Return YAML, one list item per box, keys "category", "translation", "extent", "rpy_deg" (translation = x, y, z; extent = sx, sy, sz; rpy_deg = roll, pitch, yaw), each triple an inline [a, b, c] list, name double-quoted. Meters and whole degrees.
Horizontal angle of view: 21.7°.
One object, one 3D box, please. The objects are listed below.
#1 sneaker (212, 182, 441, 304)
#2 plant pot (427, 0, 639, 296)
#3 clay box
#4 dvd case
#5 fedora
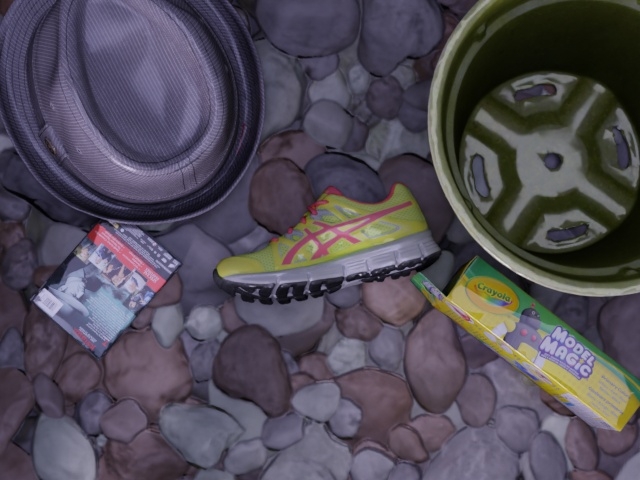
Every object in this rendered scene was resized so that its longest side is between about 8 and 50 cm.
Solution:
- category: "sneaker"
  translation: [0.000, 0.000, 1.536]
  extent: [0.208, 0.081, 0.094]
  rpy_deg: [-12, 79, -9]
- category: "plant pot"
  translation: [0.218, -0.083, 1.454]
  extent: [0.276, 0.254, 0.276]
  rpy_deg: [0, 85, -2]
- category: "clay box"
  translation: [0.183, 0.084, 1.502]
  extent: [0.222, 0.127, 0.053]
  rpy_deg: [39, 85, 1]
- category: "dvd case"
  translation: [-0.199, 0.039, 1.555]
  extent: [0.087, 0.013, 0.119]
  rpy_deg: [40, 84, 2]
- category: "fedora"
  translation: [-0.172, -0.150, 1.510]
  extent: [0.244, 0.124, 0.275]
  rpy_deg: [-22, 86, -8]
